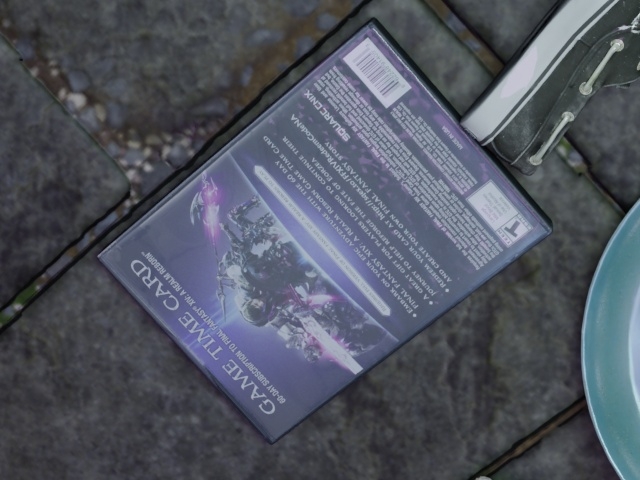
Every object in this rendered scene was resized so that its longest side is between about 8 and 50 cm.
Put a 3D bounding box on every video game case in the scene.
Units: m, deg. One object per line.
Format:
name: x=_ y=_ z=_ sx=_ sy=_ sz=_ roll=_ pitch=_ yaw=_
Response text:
video game case: x=0.000 y=0.000 z=1.213 sx=0.274 sy=0.026 sz=0.196 roll=-39 pitch=99 yaw=20

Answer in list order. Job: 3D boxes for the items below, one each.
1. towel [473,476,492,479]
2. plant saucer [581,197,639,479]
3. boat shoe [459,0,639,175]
towel: x=0.217 y=0.366 z=1.289 sx=0.317 sy=0.053 sz=0.332 roll=16 pitch=111 yaw=3
plant saucer: x=0.337 y=0.077 z=1.132 sx=0.317 sy=0.044 sz=0.317 roll=2 pitch=95 yaw=20
boat shoe: x=0.186 y=-0.135 z=1.110 sx=0.070 sy=0.078 sz=0.219 roll=38 pitch=119 yaw=-4
